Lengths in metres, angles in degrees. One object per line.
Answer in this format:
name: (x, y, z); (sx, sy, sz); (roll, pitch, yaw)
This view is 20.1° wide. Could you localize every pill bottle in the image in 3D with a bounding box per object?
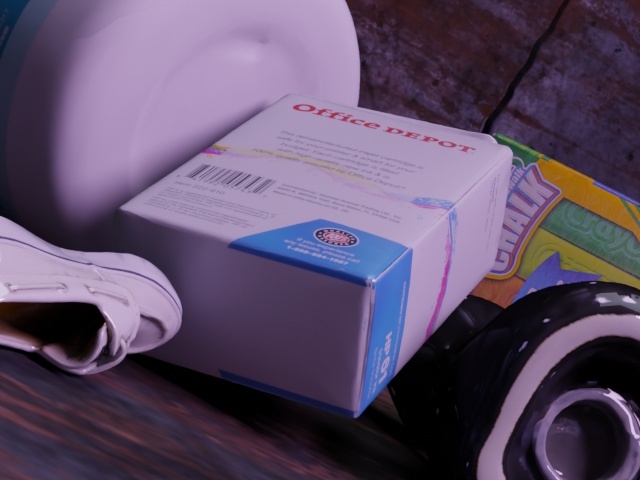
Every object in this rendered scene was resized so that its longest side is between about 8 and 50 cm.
pill bottle: (-0.119, -0.088, 0.720); (0.264, 0.146, 0.146); (31, 5, 40)

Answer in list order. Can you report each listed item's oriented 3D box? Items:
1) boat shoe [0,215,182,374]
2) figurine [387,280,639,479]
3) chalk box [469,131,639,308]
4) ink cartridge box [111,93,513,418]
boat shoe: (-0.069, 0.022, 0.497); (0.100, 0.035, 0.035); (29, 28, -57)
figurine: (0.126, 0.083, 0.652); (0.215, 0.092, 0.209); (28, -1, -11)
chalk box: (0.133, 0.031, 1.005); (0.213, 0.132, 0.132); (28, 3, 30)
ink cartridge box: (0.000, 0.000, 0.591); (0.088, 0.052, 0.122); (15, 29, 21)
